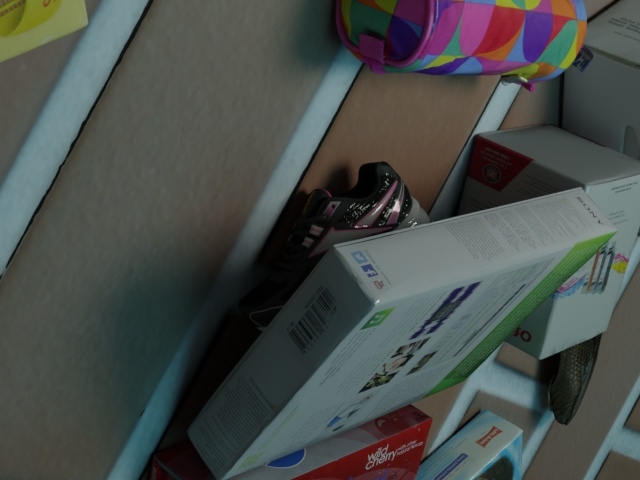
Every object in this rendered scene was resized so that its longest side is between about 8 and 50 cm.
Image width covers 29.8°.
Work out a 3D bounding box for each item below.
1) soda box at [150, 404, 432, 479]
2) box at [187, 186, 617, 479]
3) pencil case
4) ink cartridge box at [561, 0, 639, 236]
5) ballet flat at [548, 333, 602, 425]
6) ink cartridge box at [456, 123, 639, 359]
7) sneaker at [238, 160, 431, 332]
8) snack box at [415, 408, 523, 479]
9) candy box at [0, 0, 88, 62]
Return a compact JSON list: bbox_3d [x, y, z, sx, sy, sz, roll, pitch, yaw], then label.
[{"bbox_3d":[-0.023,0.200,1.019,0.263,0.083,0.092,-13,123,-47],"label":"soda box"},{"bbox_3d":[0.072,0.068,0.962,0.322,0.058,0.232,-11,149,-46],"label":"box"},{"bbox_3d":[0.116,-0.169,0.934,0.236,0.104,0.105,-2,115,-48],"label":"pencil case"},{"bbox_3d":[0.367,-0.161,1.224,0.273,0.114,0.197,-37,138,-31],"label":"ink cartridge box"},{"bbox_3d":[0.288,0.111,1.368,0.084,0.058,0.250,-56,156,-45],"label":"ballet flat"},{"bbox_3d":[0.209,-0.002,1.128,0.127,0.128,0.176,-13,123,-46],"label":"ink cartridge box"},{"bbox_3d":[0.000,0.000,0.946,0.178,0.072,0.077,-39,115,-25],"label":"sneaker"},{"bbox_3d":[0.146,0.362,1.349,0.187,0.060,0.322,-35,136,-31],"label":"snack box"},{"bbox_3d":[-0.261,-0.131,0.510,0.316,0.087,0.183,-31,134,-34],"label":"candy box"}]
